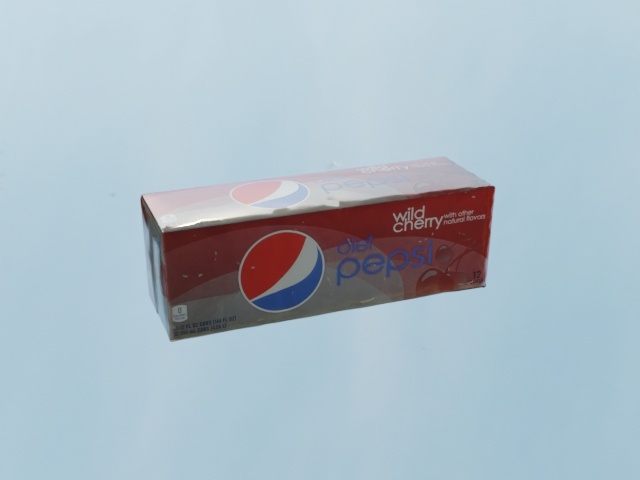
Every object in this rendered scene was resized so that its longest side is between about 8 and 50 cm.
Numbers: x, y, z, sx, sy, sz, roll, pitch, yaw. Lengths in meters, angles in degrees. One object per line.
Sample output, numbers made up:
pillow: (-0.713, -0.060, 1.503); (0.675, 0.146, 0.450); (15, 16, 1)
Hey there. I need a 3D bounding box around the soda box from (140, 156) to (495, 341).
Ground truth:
soda box: (0.000, 0.000, 0.667); (0.263, 0.083, 0.092); (-8, -65, -20)
